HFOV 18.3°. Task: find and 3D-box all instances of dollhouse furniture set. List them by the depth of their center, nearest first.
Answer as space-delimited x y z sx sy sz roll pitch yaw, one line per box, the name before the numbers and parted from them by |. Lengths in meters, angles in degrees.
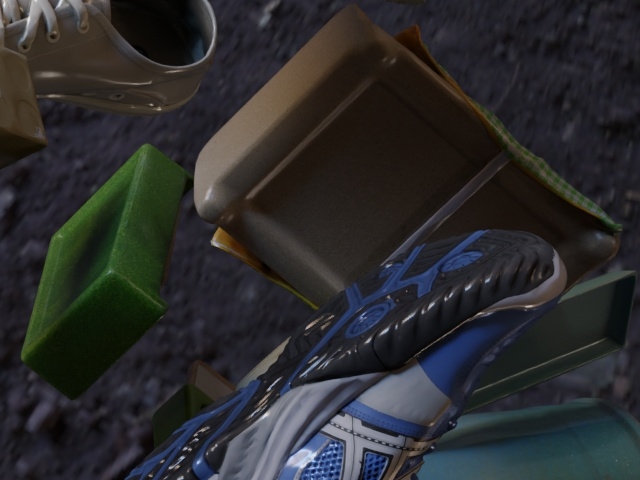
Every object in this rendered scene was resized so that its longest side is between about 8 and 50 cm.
dollhouse furniture set | 0.000 0.000 1.154 0.197 0.151 0.301 40 114 -17

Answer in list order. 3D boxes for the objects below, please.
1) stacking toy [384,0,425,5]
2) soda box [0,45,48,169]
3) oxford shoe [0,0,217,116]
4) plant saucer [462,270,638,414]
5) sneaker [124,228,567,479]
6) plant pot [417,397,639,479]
stacking toy | 0.137 -0.189 1.121 0.221 0.167 0.052 11 135 4
soda box | -0.226 -0.084 1.063 0.058 0.181 0.061 -25 69 23
oxford shoe | -0.280 -0.200 1.815 0.130 0.449 0.169 -38 60 45
plant saucer | 0.131 0.070 1.311 0.018 0.192 0.067 41 138 42
sneaker | 0.015 0.074 0.785 0.211 0.080 0.081 -38 103 11
plant pot | 0.074 0.241 1.338 0.255 0.271 0.271 2 123 -20
